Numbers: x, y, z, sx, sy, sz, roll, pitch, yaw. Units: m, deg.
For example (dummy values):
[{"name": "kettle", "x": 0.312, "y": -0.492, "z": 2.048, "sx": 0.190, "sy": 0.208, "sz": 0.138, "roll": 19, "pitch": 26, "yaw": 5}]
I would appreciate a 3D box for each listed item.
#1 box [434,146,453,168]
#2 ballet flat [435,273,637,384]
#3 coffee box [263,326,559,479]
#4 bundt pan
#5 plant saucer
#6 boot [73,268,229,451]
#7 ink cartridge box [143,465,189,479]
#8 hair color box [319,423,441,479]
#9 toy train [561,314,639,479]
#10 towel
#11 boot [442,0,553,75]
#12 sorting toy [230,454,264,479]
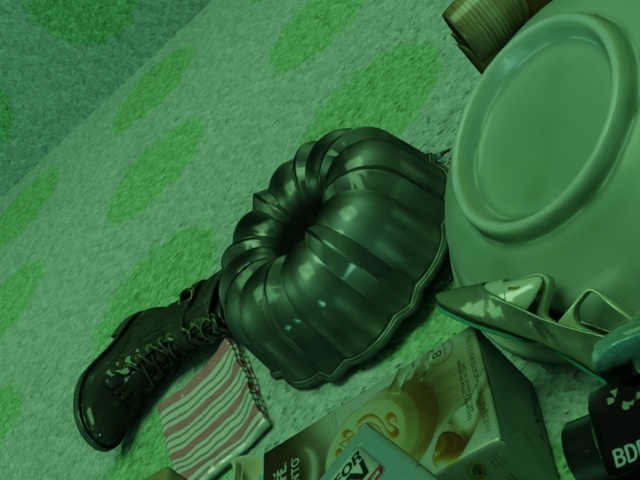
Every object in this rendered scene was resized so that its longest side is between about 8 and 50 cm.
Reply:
[{"name": "box", "x": 0.166, "y": -0.075, "z": 1.207, "sx": 0.137, "sy": 0.027, "sz": 0.094, "roll": -18, "pitch": 38, "yaw": 44}, {"name": "ballet flat", "x": 0.195, "y": 0.063, "z": 0.841, "sx": 0.213, "sy": 0.072, "sz": 0.068, "roll": 24, "pitch": 102, "yaw": 33}, {"name": "coffee box", "x": 0.071, "y": 0.205, "z": 0.894, "sx": 0.246, "sy": 0.098, "sz": 0.141, "roll": -35, "pitch": 29, "yaw": 21}, {"name": "bundt pan", "x": 0.000, "y": 0.000, "z": 1.203, "sx": 0.331, "sy": 0.124, "sz": 0.331, "roll": -38, "pitch": 30, "yaw": 27}, {"name": "plant saucer", "x": 0.224, "y": -0.091, "z": 0.937, "sx": 0.400, "sy": 0.100, "sz": 0.401, "roll": -39, "pitch": 41, "yaw": 44}, {"name": "boot", "x": -0.207, "y": 0.143, "z": 1.371, "sx": 0.229, "sy": 0.091, "sz": 0.263, "roll": -28, "pitch": 31, "yaw": 36}, {"name": "ink cartridge box", "x": -0.101, "y": 0.340, "z": 0.855, "sx": 0.088, "sy": 0.193, "sz": 0.235, "roll": -35, "pitch": 29, "yaw": 26}, {"name": "hair color box", "x": 0.136, "y": 0.267, "z": 0.625, "sx": 0.114, "sy": 0.185, "sz": 0.374, "roll": -50, "pitch": 27, "yaw": -6}, {"name": "toy train", "x": 0.315, "y": 0.088, "z": 0.609, "sx": 0.334, "sy": 0.190, "sz": 0.142, "roll": -33, "pitch": 47, "yaw": 30}, {"name": "towel", "x": -0.136, "y": 0.214, "z": 1.249, "sx": 0.144, "sy": 0.029, "sz": 0.197, "roll": -44, "pitch": 28, "yaw": 6}, {"name": "boot", "x": 0.254, "y": -0.283, "z": 1.169, "sx": 0.220, "sy": 0.283, "sz": 0.109, "roll": -40, "pitch": 72, "yaw": 9}, {"name": "sorting toy", "x": -0.056, "y": 0.260, "z": 1.067, "sx": 0.075, "sy": 0.045, "sz": 0.083, "roll": -27, "pitch": 32, "yaw": 20}]
